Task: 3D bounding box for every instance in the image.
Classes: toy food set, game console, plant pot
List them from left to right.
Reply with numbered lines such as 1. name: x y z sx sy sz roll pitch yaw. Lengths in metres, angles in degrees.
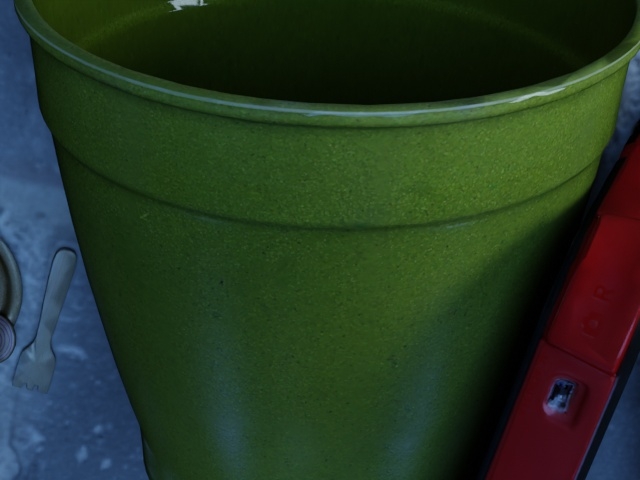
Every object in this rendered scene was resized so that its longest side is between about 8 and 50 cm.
1. toy food set: -0.272 0.043 1.067 0.192 0.038 0.132 13 105 -15
2. plant pot: 0.000 0.000 0.967 0.366 0.366 0.353 -3 120 -10
3. game console: 0.157 0.115 0.996 0.060 0.342 0.387 23 117 12
